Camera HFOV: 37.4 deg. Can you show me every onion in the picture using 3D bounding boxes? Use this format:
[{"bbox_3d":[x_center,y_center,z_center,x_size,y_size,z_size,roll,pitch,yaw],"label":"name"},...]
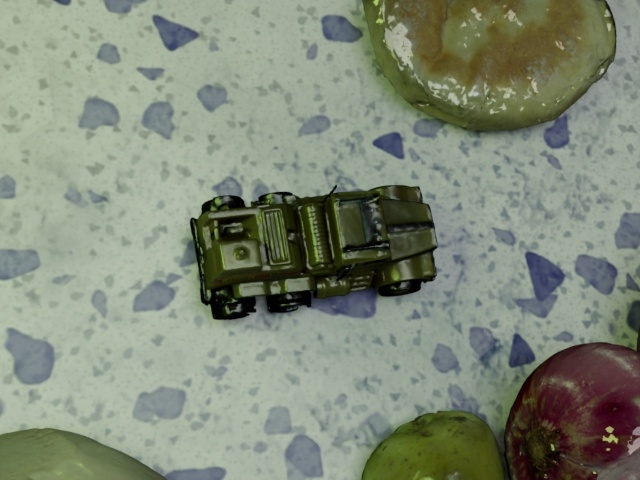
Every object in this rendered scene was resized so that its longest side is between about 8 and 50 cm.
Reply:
[{"bbox_3d":[0.275,0.200,0.961,0.201,0.207,0.200,-4,45,4],"label":"onion"}]

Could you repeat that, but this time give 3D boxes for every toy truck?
[{"bbox_3d":[0.001,0.001,0.983,0.257,0.127,0.127,-5,76,-19],"label":"toy truck"}]

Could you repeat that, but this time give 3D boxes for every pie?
[{"bbox_3d":[0.207,-0.273,1.133,0.338,0.075,0.337,4,77,-18],"label":"pie"}]

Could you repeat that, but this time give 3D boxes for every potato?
[{"bbox_3d":[0.128,0.306,0.928,0.160,0.111,0.271,-6,81,-4],"label":"potato"}]

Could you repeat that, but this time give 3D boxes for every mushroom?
[{"bbox_3d":[-0.185,0.265,0.849,0.350,0.128,0.128,27,70,10],"label":"mushroom"}]

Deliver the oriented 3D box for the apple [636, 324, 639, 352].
[{"bbox_3d":[0.496,0.109,1.001,0.235,0.306,0.305,17,70,-41],"label":"apple"}]
